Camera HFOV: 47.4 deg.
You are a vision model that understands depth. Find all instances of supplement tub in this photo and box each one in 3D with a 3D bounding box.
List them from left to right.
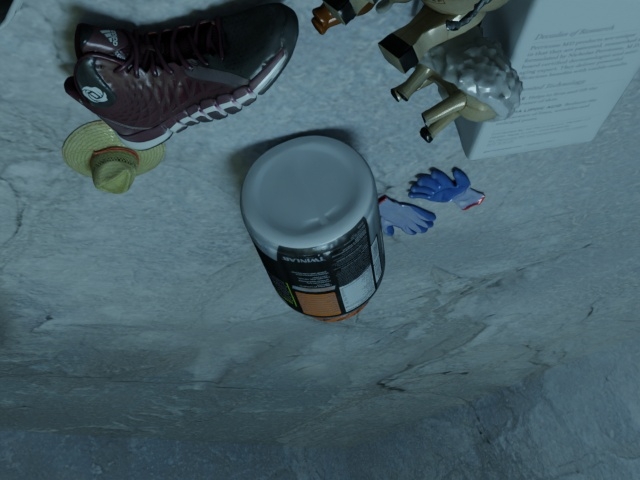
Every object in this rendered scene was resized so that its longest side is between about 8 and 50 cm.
[{"bbox_3d":[0.000,0.000,1.121,0.193,0.194,0.316,-11,152,2],"label":"supplement tub"}]

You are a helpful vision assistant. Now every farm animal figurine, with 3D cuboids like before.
[{"bbox_3d":[0.049,-0.277,0.561,0.172,0.327,0.330,-38,154,1],"label":"farm animal figurine"}]

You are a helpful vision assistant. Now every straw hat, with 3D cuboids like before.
[{"bbox_3d":[-0.281,-0.097,0.994,0.144,0.061,0.144,-7,152,-4],"label":"straw hat"}]

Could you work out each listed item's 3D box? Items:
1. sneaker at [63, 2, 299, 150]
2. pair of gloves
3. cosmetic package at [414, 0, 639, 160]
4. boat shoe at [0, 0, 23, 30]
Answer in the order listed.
[{"bbox_3d":[-0.172,-0.200,0.796,0.281,0.106,0.162,-25,145,28],"label":"sneaker"},{"bbox_3d":[0.176,-0.059,1.248,0.198,0.023,0.159,-31,145,34],"label":"pair of gloves"},{"bbox_3d":[0.214,-0.271,0.655,0.156,0.217,0.385,-11,151,-8],"label":"cosmetic package"},{"bbox_3d":[-0.269,-0.286,0.621,0.095,0.084,0.258,3,150,-21],"label":"boat shoe"}]
